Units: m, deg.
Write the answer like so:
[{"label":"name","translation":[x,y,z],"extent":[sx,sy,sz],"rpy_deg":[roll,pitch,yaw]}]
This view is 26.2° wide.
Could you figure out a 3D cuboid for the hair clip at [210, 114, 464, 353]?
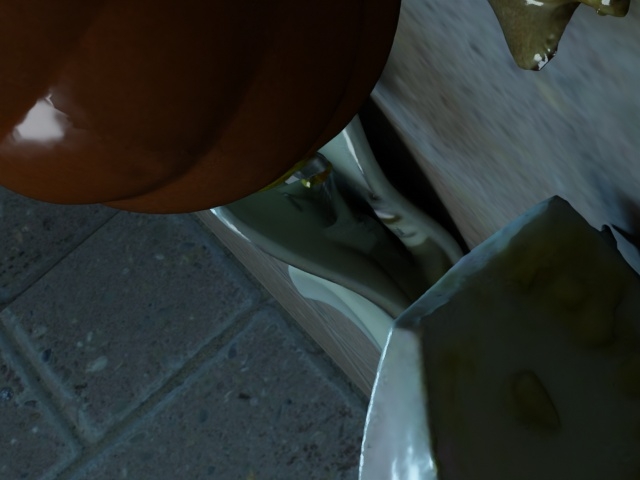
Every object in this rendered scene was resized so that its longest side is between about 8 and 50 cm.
[{"label":"hair clip","translation":[0.016,-0.010,0.927],"extent":[0.172,0.113,0.282],"rpy_deg":[45,178,36]}]

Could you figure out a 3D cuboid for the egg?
[{"label":"egg","translation":[0.109,0.137,0.541],"extent":[0.206,0.161,0.271],"rpy_deg":[39,-157,-40]}]

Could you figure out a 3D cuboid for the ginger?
[{"label":"ginger","translation":[0.066,-0.083,0.434],"extent":[0.097,0.030,0.048],"rpy_deg":[39,141,46]}]

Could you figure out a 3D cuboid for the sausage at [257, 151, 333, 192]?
[{"label":"sausage","translation":[-0.096,-0.154,0.694],"extent":[0.347,0.123,0.123],"rpy_deg":[52,173,-25]}]

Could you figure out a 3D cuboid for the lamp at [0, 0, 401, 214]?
[{"label":"lamp","translation":[-0.074,-0.111,0.459],"extent":[0.223,0.196,0.223],"rpy_deg":[30,-145,-25]}]
